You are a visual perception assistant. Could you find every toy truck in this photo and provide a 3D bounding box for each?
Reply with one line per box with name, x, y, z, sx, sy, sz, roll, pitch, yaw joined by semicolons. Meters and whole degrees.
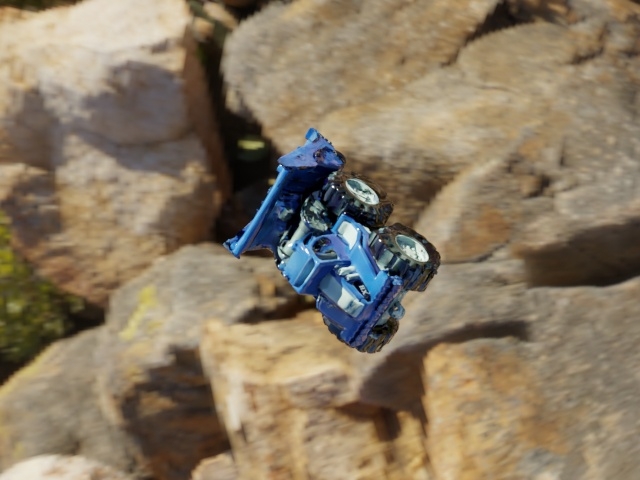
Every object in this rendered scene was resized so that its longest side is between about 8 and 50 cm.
toy truck;0.000;0.000;1.669;0.208;0.126;0.113;50;121;32
